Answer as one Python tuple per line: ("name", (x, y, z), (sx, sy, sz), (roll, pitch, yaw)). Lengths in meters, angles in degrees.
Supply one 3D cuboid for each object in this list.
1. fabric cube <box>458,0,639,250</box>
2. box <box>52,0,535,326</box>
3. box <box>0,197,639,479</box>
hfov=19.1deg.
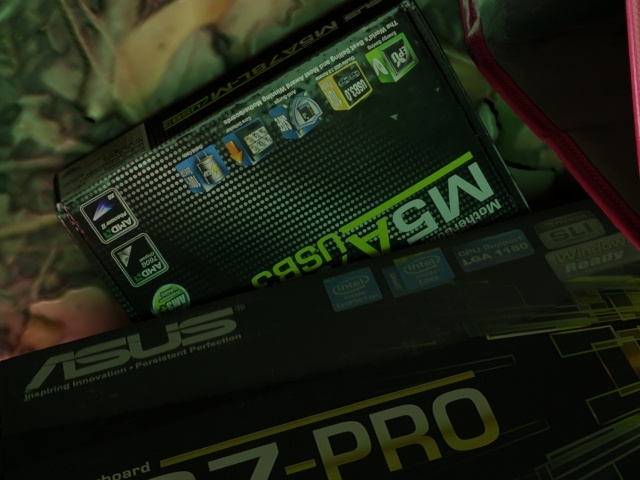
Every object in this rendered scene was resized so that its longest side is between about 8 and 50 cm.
("fabric cube", (0.195, -0.178, 0.742), (0.258, 0.259, 0.254), (-14, 115, -6))
("box", (0.000, 0.000, 0.902), (0.190, 0.045, 0.184), (-29, 115, 4))
("box", (0.067, 0.118, 0.770), (0.395, 0.318, 0.097), (-15, 120, -3))
